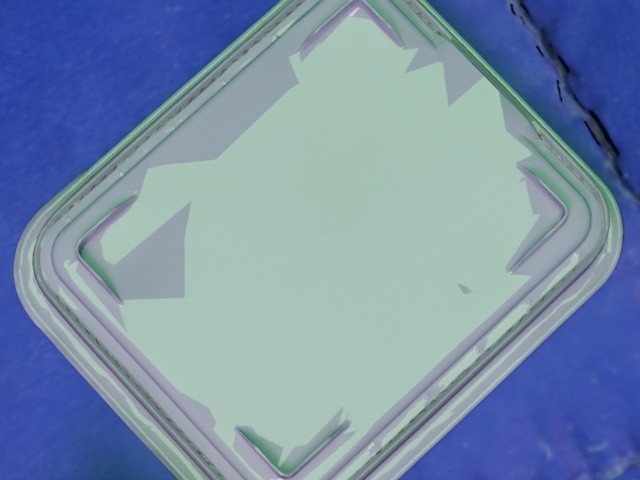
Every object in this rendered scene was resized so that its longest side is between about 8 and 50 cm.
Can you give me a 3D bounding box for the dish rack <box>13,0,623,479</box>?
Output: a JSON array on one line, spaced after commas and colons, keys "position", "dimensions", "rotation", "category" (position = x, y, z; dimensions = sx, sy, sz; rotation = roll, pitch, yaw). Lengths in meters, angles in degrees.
[{"position": [0.000, 0.000, 1.130], "dimensions": [0.333, 0.072, 0.285], "rotation": [-42, 82, -8], "category": "dish rack"}]
